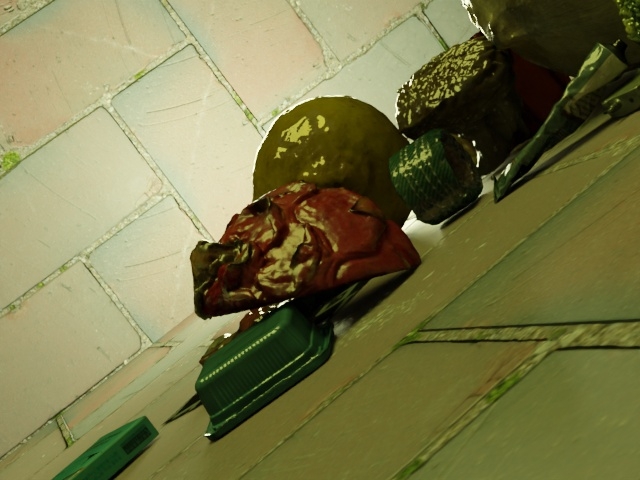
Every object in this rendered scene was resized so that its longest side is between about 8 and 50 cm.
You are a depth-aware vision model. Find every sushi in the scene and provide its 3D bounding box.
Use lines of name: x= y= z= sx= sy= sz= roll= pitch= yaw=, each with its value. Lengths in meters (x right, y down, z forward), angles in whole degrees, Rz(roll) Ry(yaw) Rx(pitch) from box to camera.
sushi: x=-0.071 y=0.108 z=1.643 sx=0.339 sy=0.068 sz=0.320 roll=-33 pitch=6 yaw=44

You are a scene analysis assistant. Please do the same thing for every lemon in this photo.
lemon: x=0.022 y=-0.099 z=1.787 sx=0.285 sy=0.285 sz=0.316 roll=-35 pitch=27 yaw=22

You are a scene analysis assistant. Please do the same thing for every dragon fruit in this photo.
dragon fruit: x=-0.061 y=0.006 z=1.424 sx=0.317 sy=0.152 sz=0.205 roll=-16 pitch=-2 yaw=38

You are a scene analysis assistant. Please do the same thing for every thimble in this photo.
thimble: x=0.161 y=-0.090 z=1.572 sx=0.090 sy=0.118 sz=0.135 roll=-36 pitch=4 yaw=23

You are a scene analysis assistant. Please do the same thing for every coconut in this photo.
coconut: x=0.355 y=-0.401 z=1.545 sx=0.405 sy=0.404 sz=0.404 roll=-37 pitch=5 yaw=3

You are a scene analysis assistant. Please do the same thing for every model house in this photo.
model house: x=0.254 y=-0.234 z=1.860 sx=0.254 sy=0.196 sz=0.160 roll=-34 pitch=7 yaw=41

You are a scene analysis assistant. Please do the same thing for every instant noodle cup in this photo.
instant noodle cup: x=-0.071 y=0.144 z=1.312 sx=0.179 sy=0.070 sz=0.157 roll=-35 pitch=6 yaw=7

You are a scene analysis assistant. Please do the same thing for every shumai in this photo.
shumai: x=0.227 y=-0.196 z=1.704 sx=0.206 sy=0.175 sz=0.166 roll=-24 pitch=33 yaw=36

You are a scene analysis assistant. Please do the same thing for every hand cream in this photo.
hand cream: x=0.295 y=-0.154 z=1.413 sx=0.248 sy=0.052 sz=0.075 roll=-49 pitch=-18 yaw=22

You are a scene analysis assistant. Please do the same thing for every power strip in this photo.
power strip: x=0.426 y=-0.214 z=1.376 sx=0.227 sy=0.029 sz=0.080 roll=-38 pitch=6 yaw=-18

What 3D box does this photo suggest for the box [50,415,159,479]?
box: x=-0.343 y=0.339 z=1.549 sx=0.229 sy=0.041 sz=0.162 roll=-40 pitch=5 yaw=-40

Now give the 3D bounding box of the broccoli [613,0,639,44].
broccoli: x=0.441 y=-0.302 z=1.274 sx=0.226 sy=0.176 sz=0.198 roll=-60 pitch=24 yaw=-11
